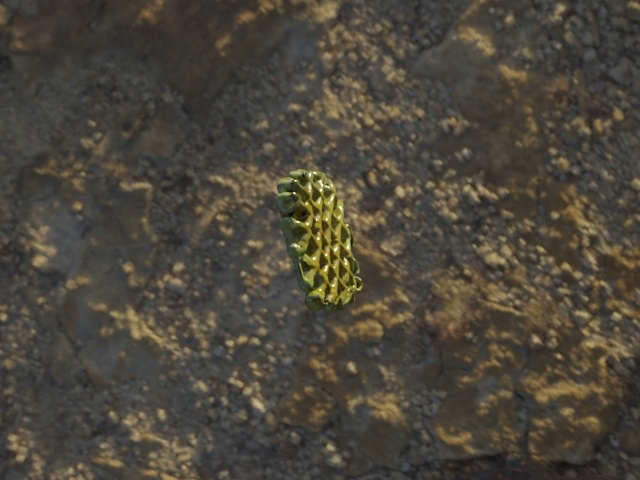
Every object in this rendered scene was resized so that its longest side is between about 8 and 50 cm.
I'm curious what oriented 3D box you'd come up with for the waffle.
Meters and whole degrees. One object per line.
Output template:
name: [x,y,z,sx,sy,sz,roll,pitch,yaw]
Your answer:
waffle: [0.000,0.000,1.348,0.036,0.169,0.183,-15,89,24]
